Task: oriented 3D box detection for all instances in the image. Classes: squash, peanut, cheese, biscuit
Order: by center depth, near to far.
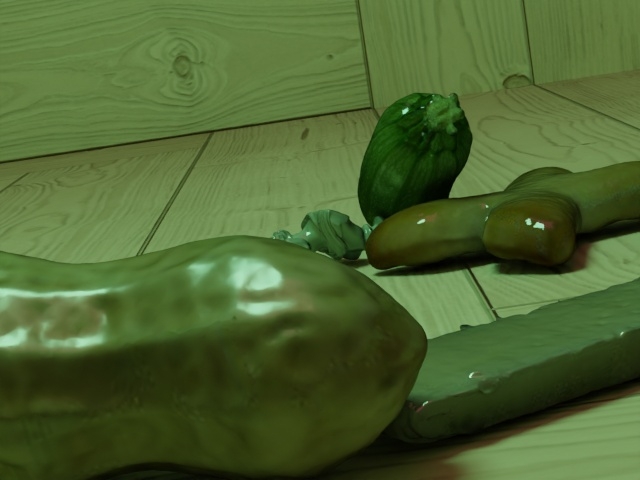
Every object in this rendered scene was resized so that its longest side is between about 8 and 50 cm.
[{"bbox_3d":[-0.088,0.054,0.773,0.275,0.111,0.125,-6,13,22],"label":"peanut"},{"bbox_3d":[0.177,0.036,0.896,0.400,0.034,0.085,-14,10,-33],"label":"cheese"},{"bbox_3d":[0.150,-0.019,1.265,0.164,0.047,0.208,-4,8,40],"label":"biscuit"},{"bbox_3d":[0.066,-0.051,1.318,0.077,0.068,0.219,-19,-15,-12],"label":"squash"}]

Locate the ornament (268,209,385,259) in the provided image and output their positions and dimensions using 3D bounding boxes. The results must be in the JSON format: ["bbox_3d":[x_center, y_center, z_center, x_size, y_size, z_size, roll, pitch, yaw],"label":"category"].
[{"bbox_3d":[0.003,0.000,1.306,0.092,0.041,0.068,-17,-15,12],"label":"ornament"}]
